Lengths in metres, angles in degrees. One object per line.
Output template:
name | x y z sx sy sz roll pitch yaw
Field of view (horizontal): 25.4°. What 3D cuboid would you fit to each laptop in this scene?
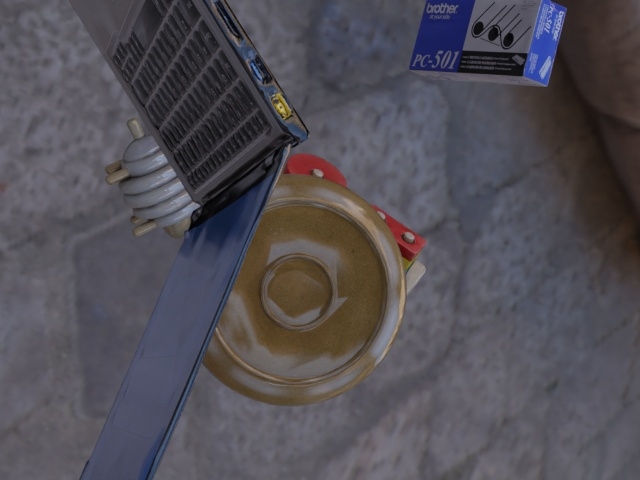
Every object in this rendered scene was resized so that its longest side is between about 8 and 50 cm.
laptop | -0.171 -0.036 1.022 0.236 0.382 0.408 -33 93 -15

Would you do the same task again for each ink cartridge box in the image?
ink cartridge box | 0.200 -0.243 1.722 0.046 0.207 0.097 15 89 -37

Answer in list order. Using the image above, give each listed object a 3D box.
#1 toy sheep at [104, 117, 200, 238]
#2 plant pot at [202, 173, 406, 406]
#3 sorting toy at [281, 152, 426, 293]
toy sheep | -0.160 -0.059 1.394 0.091 0.091 0.132 -43 122 -32
plant pot | -0.025 0.051 1.426 0.236 0.236 0.032 -66 -171 -3
sorting toy | 0.000 0.000 1.831 0.089 0.255 0.257 -60 171 33
